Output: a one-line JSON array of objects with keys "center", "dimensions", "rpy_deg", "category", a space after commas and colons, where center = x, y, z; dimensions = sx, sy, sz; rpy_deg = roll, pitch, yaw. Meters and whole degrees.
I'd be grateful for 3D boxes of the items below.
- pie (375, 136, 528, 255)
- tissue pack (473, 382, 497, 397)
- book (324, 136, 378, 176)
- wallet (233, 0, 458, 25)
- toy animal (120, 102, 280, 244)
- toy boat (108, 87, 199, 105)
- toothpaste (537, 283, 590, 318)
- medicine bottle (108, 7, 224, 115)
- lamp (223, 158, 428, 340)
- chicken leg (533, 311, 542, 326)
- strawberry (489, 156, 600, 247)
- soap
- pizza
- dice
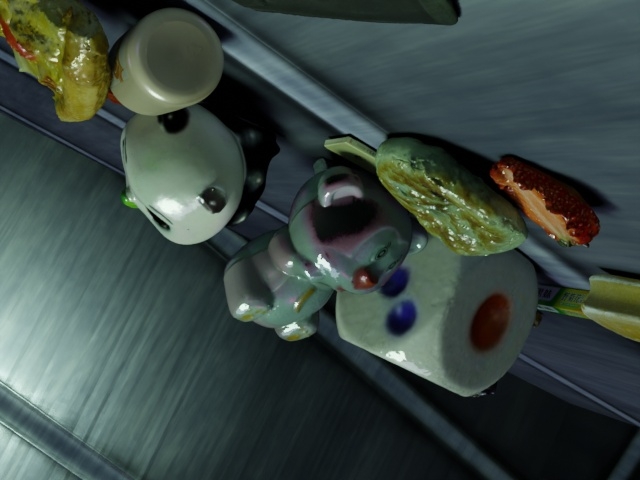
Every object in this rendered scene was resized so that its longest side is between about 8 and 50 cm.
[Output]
[{"center": [0.168, -0.050, 1.036], "dimensions": [0.240, 0.054, 0.240], "rpy_deg": [35, 170, 7], "category": "pie"}, {"center": [0.239, 0.157, 1.632], "dimensions": [0.332, 0.245, 0.123], "rpy_deg": [29, 156, -26], "category": "tissue pack"}, {"center": [0.067, -0.119, 1.144], "dimensions": [0.111, 0.014, 0.077], "rpy_deg": [27, 171, -22], "category": "book"}, {"center": [-0.020, -0.221, 0.626], "dimensions": [0.245, 0.052, 0.168], "rpy_deg": [18, 174, 28], "category": "wallet"}, {"center": [-0.196, -0.102, 1.183], "dimensions": [0.213, 0.212, 0.267], "rpy_deg": [23, -166, 14], "category": "toy animal"}, {"center": [-0.279, -0.240, 1.277], "dimensions": [0.173, 0.058, 0.069], "rpy_deg": [18, 173, 4], "category": "toy boat"}, {"center": [0.440, 0.109, 1.400], "dimensions": [0.037, 0.043, 0.178], "rpy_deg": [28, 172, -20], "category": "toothpaste"}, {"center": [-0.210, -0.216, 1.000], "dimensions": [0.114, 0.114, 0.252], "rpy_deg": [28, 172, -23], "category": "medicine bottle"}, {"center": [0.000, 0.000, 1.263], "dimensions": [0.247, 0.301, 0.247], "rpy_deg": [33, -148, -40], "category": "lamp"}, {"center": [0.397, 0.164, 1.800], "dimensions": [0.208, 0.101, 0.085], "rpy_deg": [-2, 165, 25], "category": "chicken leg"}, {"center": [0.263, -0.046, 0.913], "dimensions": [0.152, 0.048, 0.104], "rpy_deg": [45, 173, -18], "category": "strawberry"}, {"center": [0.502, 0.111, 1.105], "dimensions": [0.140, 0.073, 0.232], "rpy_deg": [25, 173, -31], "category": "soap"}, {"center": [-0.369, -0.269, 0.967], "dimensions": [0.287, 0.075, 0.280], "rpy_deg": [46, 159, 1], "category": "pizza"}, {"center": [0.199, 0.109, 1.369], "dimensions": [0.243, 0.259, 0.251], "rpy_deg": [34, 169, -40], "category": "dice"}]
